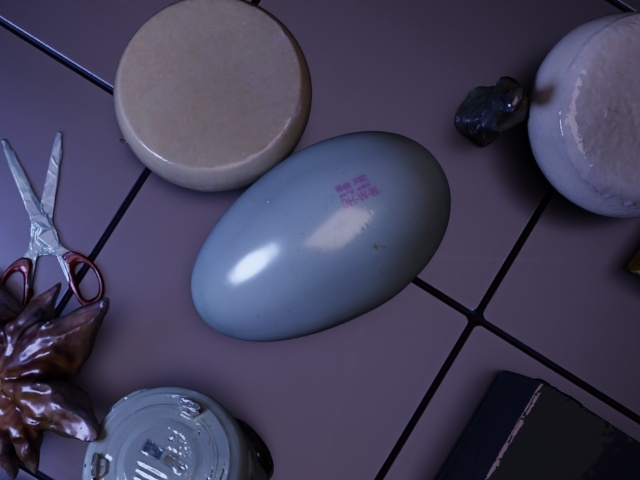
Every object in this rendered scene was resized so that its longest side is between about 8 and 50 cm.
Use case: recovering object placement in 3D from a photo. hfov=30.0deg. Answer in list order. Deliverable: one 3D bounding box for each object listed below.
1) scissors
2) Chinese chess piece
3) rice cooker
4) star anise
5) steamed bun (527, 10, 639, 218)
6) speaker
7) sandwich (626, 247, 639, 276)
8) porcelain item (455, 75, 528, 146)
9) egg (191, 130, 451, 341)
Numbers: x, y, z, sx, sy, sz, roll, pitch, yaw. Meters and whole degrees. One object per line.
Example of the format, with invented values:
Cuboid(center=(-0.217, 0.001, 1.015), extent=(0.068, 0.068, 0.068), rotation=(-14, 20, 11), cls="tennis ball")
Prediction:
Cuboid(center=(-0.382, -0.024, 1.642), extent=(0.144, 0.017, 0.248), rotation=(-8, 85, -6), cls="scissors")
Cuboid(center=(-0.145, -0.198, 1.610), extent=(0.273, 0.102, 0.273), rotation=(0, 78, 1), cls="Chinese chess piece")
Cuboid(center=(-0.177, 0.308, 1.530), extent=(0.226, 0.244, 0.226), rotation=(-5, 62, 10), cls="rice cooker")
Cuboid(center=(-0.411, 0.181, 1.531), extent=(0.349, 0.109, 0.292), rotation=(14, 71, 33), cls="star anise")
Cuboid(center=(0.409, -0.168, 1.633), extent=(0.283, 0.177, 0.283), rotation=(0, 91, -16), cls="steamed bun")
Cuboid(center=(0.314, 0.333, 1.595), extent=(0.254, 0.184, 0.232), rotation=(32, 85, -6), cls="speaker")
Cuboid(center=(0.552, -0.022, 1.668), extent=(0.122, 0.128, 0.236), rotation=(37, 85, -10), cls="sandwich")
Cuboid(center=(0.241, -0.181, 1.604), extent=(0.069, 0.215, 0.081), rotation=(36, 86, -3), cls="porcelain item")
Cuboid(center=(0.000, 0.000, 1.566), extent=(0.371, 0.230, 0.230), rotation=(-32, 90, -2), cls="egg")
